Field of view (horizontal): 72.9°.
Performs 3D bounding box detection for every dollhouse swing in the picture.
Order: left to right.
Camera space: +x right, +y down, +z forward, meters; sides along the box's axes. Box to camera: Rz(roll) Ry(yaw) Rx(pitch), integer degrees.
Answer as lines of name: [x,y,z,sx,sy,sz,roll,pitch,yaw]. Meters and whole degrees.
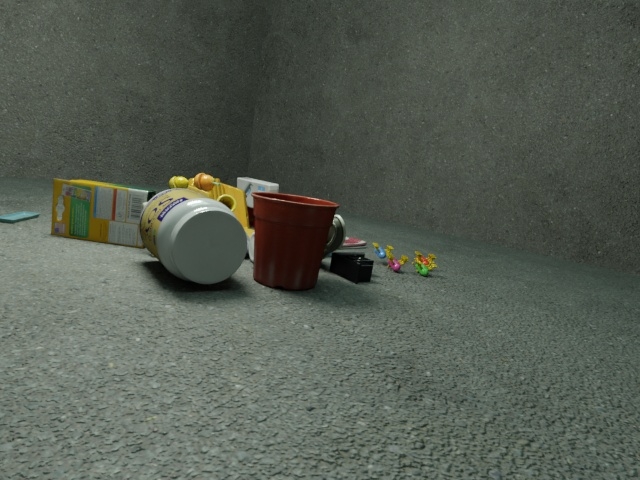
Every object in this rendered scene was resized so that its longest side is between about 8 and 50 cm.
dollhouse swing: [-0.342,-0.117,1.821,0.305,0.314,0.347,-4,6,16]

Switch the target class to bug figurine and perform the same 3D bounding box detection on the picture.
bug figurine: [0.352,0.084,1.808,0.279,0.072,0.216,12,15,-7]

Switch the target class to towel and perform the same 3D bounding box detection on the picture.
towel: [0.044,-0.012,2.208,0.237,0.037,0.329,-3,15,-45]

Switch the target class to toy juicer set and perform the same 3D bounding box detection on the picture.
toy juicer set: [-0.468,-0.117,1.460,0.329,0.209,0.089,-33,0,-24]

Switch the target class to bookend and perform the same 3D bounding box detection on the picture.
bookend: [0.142,0.096,1.559,0.156,0.072,0.157,2,12,-36]

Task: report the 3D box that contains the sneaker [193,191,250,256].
sneaker: [-0.410,-0.018,1.614,0.321,0.180,0.124,42,15,-5]

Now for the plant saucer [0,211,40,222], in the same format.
plant saucer: [-1.168,-0.090,1.675,0.067,0.018,0.192,7,11,-7]

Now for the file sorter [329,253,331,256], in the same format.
file sorter: [-0.038,0.003,1.844,0.171,0.104,0.118,5,11,-17]

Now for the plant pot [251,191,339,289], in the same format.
plant pot: [-0.093,0.000,1.342,0.273,0.264,0.272,8,10,-1]

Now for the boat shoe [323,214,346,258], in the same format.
boat shoe: [0.002,0.004,1.580,0.091,0.109,0.305,-15,-17,-27]

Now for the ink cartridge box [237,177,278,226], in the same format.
ink cartridge box: [-0.322,-0.174,2.200,0.066,0.261,0.296,-11,20,-40]

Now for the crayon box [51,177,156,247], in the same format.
crayon box: [-0.760,-0.099,1.524,0.323,0.203,0.083,8,9,-2]

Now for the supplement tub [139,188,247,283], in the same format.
supplement tub: [-0.375,-0.017,1.267,0.241,0.240,0.331,2,11,-35]

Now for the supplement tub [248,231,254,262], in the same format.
supplement tub: [-0.154,0.028,1.568,0.191,0.116,0.117,4,11,-28]
